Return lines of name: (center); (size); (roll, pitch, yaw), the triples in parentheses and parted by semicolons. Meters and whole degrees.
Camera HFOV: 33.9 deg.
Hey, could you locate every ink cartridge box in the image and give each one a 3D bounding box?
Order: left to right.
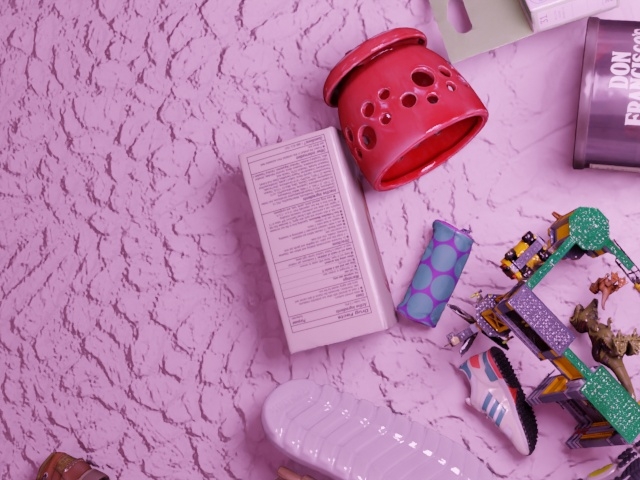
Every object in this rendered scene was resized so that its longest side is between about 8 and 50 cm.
ink cartridge box: (0.267, -0.352, 1.437); (0.235, 0.056, 0.171); (-17, 54, 6)

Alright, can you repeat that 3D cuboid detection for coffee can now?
coffee can: (0.477, -0.182, 1.363); (0.275, 0.201, 0.201); (6, 92, 14)

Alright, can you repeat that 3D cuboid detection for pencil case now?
pencil case: (0.165, 0.048, 1.516); (0.070, 0.064, 0.151); (32, 101, 50)

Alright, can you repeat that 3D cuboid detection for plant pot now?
plant pot: (0.112, -0.190, 1.463); (0.191, 0.191, 0.174); (-33, 78, 12)

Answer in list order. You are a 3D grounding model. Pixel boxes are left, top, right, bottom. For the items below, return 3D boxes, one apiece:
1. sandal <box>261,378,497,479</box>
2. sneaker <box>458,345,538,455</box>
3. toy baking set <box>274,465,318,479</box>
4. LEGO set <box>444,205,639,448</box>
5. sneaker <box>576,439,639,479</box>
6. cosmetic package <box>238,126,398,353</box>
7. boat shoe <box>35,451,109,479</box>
sandal: (0.102, 0.336, 1.508); (0.416, 0.169, 0.102); (33, 143, 16)
sneaker: (0.253, 0.236, 1.508); (0.075, 0.057, 0.161); (-25, 86, 30)
toy baking set: (-0.027, 0.425, 1.550); (0.256, 0.030, 0.196); (29, 123, 15)
LEGO set: (0.352, 0.129, 1.438); (0.331, 0.192, 0.255); (40, 71, -3)
sneaker: (0.443, 0.353, 1.448); (0.275, 0.107, 0.110); (-33, 102, 17)
cosmetic package: (0.000, 0.000, 1.524); (0.153, 0.129, 0.296); (-14, 87, 13)
boat shoe: (-0.442, 0.483, 1.662); (0.104, 0.111, 0.307); (25, 87, 16)
